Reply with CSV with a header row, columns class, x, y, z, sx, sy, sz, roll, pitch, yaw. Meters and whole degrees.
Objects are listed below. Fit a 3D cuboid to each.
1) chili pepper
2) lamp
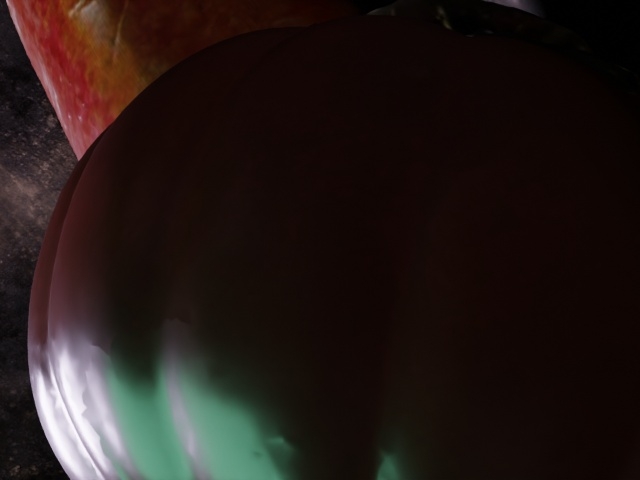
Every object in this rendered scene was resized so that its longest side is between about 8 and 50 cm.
class,x,y,z,sx,sy,sz,roll,pitch,yaw
chili pepper,-0.076,-0.125,0.785,0.305,0.229,0.251,61,-178,27
lamp,0.038,0.042,0.461,0.303,0.257,0.303,11,163,4
